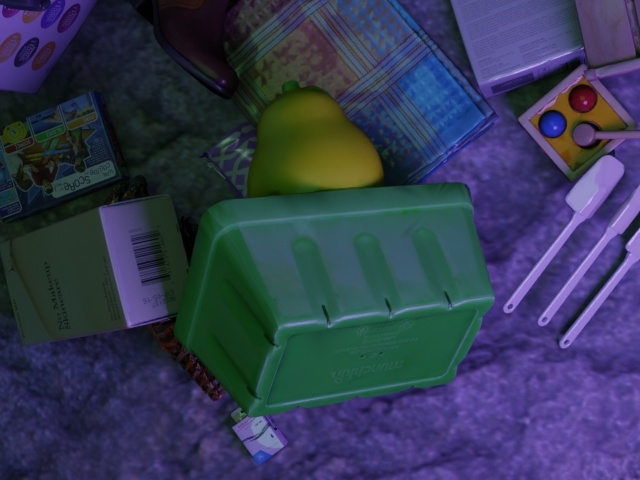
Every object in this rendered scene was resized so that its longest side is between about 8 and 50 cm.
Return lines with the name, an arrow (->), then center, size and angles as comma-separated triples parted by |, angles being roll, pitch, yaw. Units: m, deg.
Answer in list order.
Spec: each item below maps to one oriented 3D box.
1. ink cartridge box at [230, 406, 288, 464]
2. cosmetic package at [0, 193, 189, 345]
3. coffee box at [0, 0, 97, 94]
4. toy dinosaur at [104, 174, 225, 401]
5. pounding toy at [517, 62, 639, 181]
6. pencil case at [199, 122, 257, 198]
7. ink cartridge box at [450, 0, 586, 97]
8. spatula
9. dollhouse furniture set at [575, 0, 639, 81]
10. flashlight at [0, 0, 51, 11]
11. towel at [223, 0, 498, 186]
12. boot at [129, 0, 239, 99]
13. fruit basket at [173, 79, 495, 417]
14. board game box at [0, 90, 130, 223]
ink cartridge box -> -0.091, 0.271, 1.550 | 0.048, 0.028, 0.083 | -38, 84, 10
cosmetic package -> -0.306, 0.046, 1.463 | 0.309, 0.113, 0.160 | -15, 89, 49
coffee box -> -0.485, -0.436, 1.449 | 0.338, 0.334, 0.338 | 37, 99, 5
toy dinosaur -> -0.195, 0.057, 1.526 | 0.218, 0.164, 0.322 | -26, 102, 33
pounding toy -> 0.350, -0.146, 1.405 | 0.130, 0.100, 0.141 | -41, 84, 11
pencil case -> -0.076, -0.067, 1.504 | 0.088, 0.086, 0.206 | -36, 82, -23
ink cartridge box -> 0.272, -0.328, 1.453 | 0.189, 0.066, 0.232 | -19, 67, 12
spatula -> 0.347, 0.020, 1.413 | 0.168, 0.019, 0.242 | 29, 104, -32
dollhouse furniture set -> 0.431, -0.261, 1.365 | 0.355, 0.174, 0.303 | -11, 89, 19
flashlight -> -0.453, -0.329, 1.229 | 0.303, 0.103, 0.103 | 11, 97, 8
towel -> 0.025, -0.220, 1.504 | 0.271, 0.040, 0.370 | -41, 84, 10
boot -> -0.108, -0.358, 1.483 | 0.280, 0.096, 0.264 | -41, 54, 8
fruit basket -> 0.000, 0.000, 1.364 | 0.392, 0.392, 0.283 | 28, 131, 10
board game box -> -0.395, -0.121, 1.597 | 0.201, 0.035, 0.136 | -19, 88, 12
